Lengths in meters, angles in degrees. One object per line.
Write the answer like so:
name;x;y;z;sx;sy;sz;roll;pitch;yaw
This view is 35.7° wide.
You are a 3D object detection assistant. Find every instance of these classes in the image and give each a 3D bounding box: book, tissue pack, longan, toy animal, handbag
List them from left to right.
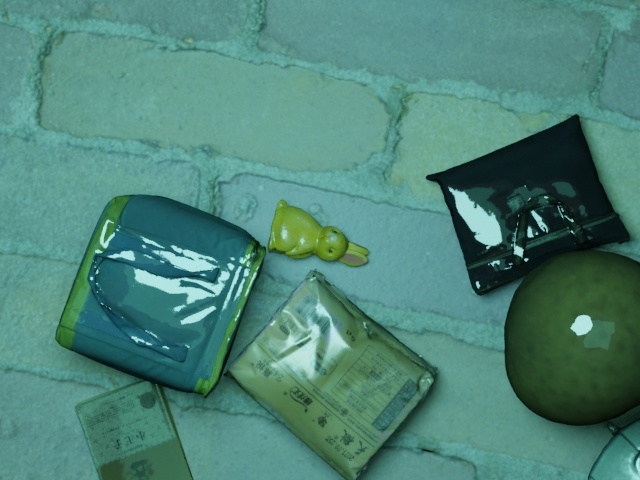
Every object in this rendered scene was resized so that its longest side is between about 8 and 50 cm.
book;-0.285;0.324;1.543;0.138;0.016;0.198;-20;86;1
handbag;-0.226;0.076;1.460;0.241;0.222;0.263;23;88;-1
toy animal;0.001;-0.003;1.534;0.159;0.070;0.083;16;85;-2
tissue pack;0.019;0.199;1.489;0.257;0.123;0.215;40;90;5
handbag;0.317;-0.051;1.513;0.254;0.088;0.211;-22;80;1
longan;0.386;0.140;1.420;0.258;0.258;0.258;0;86;2

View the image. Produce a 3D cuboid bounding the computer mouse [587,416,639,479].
computer mouse;0.558;0.410;1.460;0.188;0.122;0.371;-42;82;-2
